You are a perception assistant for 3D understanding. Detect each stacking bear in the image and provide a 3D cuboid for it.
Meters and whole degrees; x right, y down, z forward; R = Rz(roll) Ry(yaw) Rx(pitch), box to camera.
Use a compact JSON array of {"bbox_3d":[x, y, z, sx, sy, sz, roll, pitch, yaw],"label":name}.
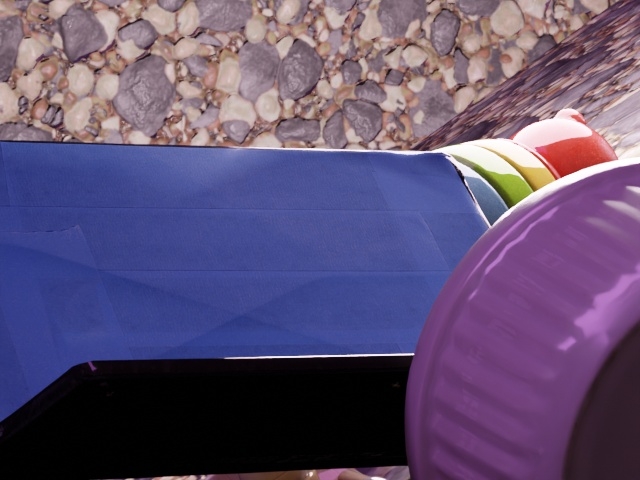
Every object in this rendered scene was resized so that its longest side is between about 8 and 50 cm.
[{"bbox_3d":[0.137,-0.014,1.467,0.289,0.175,0.164,-30,2,-37],"label":"stacking bear"}]

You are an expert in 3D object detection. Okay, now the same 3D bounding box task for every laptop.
[{"bbox_3d":[0.000,0.000,0.935,0.382,0.236,0.408,0,-15,-23],"label":"laptop"}]

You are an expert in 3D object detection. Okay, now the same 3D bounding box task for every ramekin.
[{"bbox_3d":[0.146,0.076,0.684,0.207,0.207,0.109,-34,17,-7],"label":"ramekin"}]

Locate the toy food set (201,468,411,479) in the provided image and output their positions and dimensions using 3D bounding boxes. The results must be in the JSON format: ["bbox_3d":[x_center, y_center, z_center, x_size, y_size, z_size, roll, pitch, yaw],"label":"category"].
[{"bbox_3d":[-0.047,0.192,1.125,0.219,0.092,0.306,-35,7,-15],"label":"toy food set"}]
